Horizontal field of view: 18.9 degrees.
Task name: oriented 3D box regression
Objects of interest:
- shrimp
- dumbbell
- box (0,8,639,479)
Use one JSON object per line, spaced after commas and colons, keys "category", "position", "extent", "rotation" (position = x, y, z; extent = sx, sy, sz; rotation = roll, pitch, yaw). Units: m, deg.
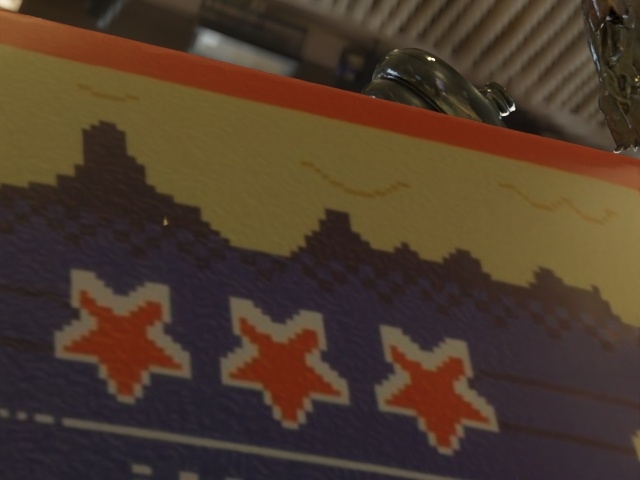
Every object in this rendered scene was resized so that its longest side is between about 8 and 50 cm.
{"category": "shrimp", "position": [0.205, -0.167, 1.350], "extent": [0.047, 0.223, 0.126], "rotation": [-9, -28, 11]}
{"category": "dumbbell", "position": [0.000, 0.000, 1.549], "extent": [0.179, 0.406, 0.179], "rotation": [46, -15, 17]}
{"category": "box", "position": [-0.073, 0.147, 0.600], "extent": [0.318, 0.257, 0.349], "rotation": [14, -48, -19]}
